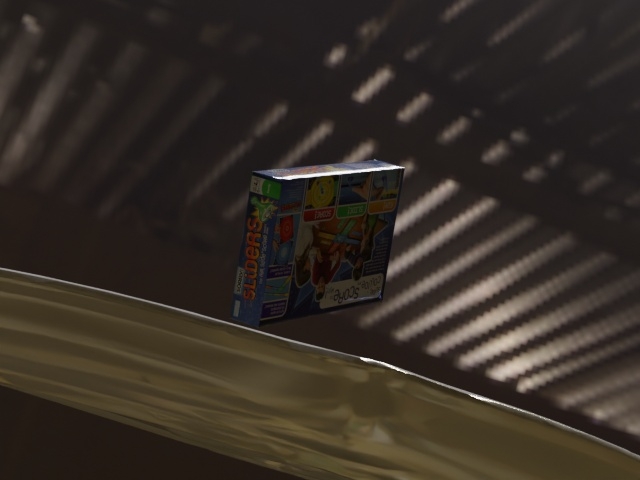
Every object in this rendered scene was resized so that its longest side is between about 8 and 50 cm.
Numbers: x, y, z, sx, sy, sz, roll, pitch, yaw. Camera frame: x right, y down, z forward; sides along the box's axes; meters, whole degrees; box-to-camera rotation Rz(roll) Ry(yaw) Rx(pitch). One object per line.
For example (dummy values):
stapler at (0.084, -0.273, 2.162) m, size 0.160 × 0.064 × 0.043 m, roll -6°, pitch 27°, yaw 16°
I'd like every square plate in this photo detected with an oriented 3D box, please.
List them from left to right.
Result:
square plate at (-0.008, 0.087, 0.910) m, size 0.344 × 0.049 × 0.347 m, roll 10°, pitch -10°, yaw 41°

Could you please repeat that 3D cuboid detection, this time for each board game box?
board game box at (0.000, 0.000, 1.740) m, size 0.035 × 0.136 × 0.201 m, roll 17°, pitch 13°, yaw 32°
